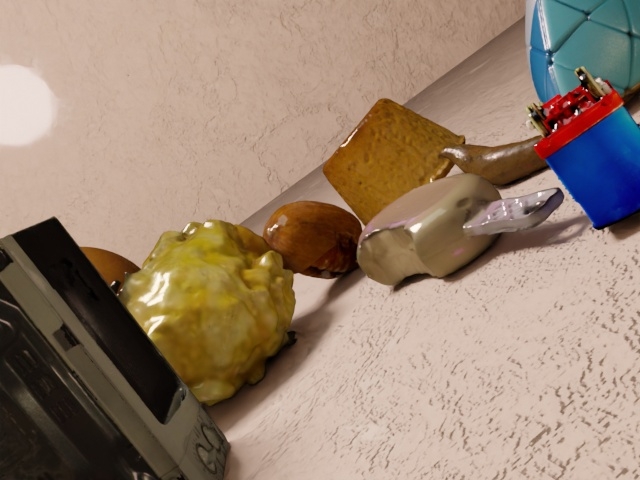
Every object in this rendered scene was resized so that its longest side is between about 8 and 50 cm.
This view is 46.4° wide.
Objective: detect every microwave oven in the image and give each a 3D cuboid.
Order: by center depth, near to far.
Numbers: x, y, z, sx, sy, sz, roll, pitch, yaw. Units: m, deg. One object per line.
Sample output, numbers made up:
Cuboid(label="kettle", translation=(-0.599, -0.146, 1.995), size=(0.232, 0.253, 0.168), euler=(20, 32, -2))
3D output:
Cuboid(label="microwave oven", translation=(-0.257, 0.163, 0.686), size=(0.237, 0.295, 0.181), euler=(-35, 10, 1))

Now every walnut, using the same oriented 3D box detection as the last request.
Cuboid(label="walnut", translation=(0.000, 0.000, 1.100), size=(0.115, 0.116, 0.207), euler=(-29, -20, 35))

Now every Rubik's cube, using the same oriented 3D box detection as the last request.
Cuboid(label="Rubik's cube", translation=(0.375, -0.294, 0.986), size=(0.254, 0.254, 0.254), euler=(-34, 9, 6))

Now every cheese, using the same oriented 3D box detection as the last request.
Cuboid(label="cheese", translation=(0.151, -0.019, 0.822), size=(0.163, 0.082, 0.286), euler=(-40, 11, -22))

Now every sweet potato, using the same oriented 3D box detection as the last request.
Cuboid(label="sweet potato", translation=(0.258, -0.107, 0.975), size=(0.249, 0.059, 0.069), euler=(-6, 51, 50))

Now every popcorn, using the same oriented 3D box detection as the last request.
Cuboid(label="popcorn", translation=(-0.159, 0.098, 0.953), size=(0.252, 0.215, 0.286), euler=(-25, 16, 22))

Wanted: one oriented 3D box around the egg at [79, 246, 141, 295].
Cuboid(label="egg", translation=(-0.381, 0.162, 1.175), size=(0.282, 0.282, 0.351), euler=(-43, -7, -41))

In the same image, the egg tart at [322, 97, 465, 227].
Cuboid(label="egg tart", translation=(0.114, -0.116, 1.160), size=(0.215, 0.171, 0.215), euler=(-49, 3, 3))

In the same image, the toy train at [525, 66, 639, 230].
Cuboid(label="toy train", translation=(0.258, -0.091, 0.699), size=(0.082, 0.131, 0.204), euler=(-37, -4, 24))

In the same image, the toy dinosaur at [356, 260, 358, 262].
Cuboid(label="toy dinosaur", translation=(0.077, 0.014, 1.084), size=(0.041, 0.026, 0.113), euler=(-40, -2, 16))
